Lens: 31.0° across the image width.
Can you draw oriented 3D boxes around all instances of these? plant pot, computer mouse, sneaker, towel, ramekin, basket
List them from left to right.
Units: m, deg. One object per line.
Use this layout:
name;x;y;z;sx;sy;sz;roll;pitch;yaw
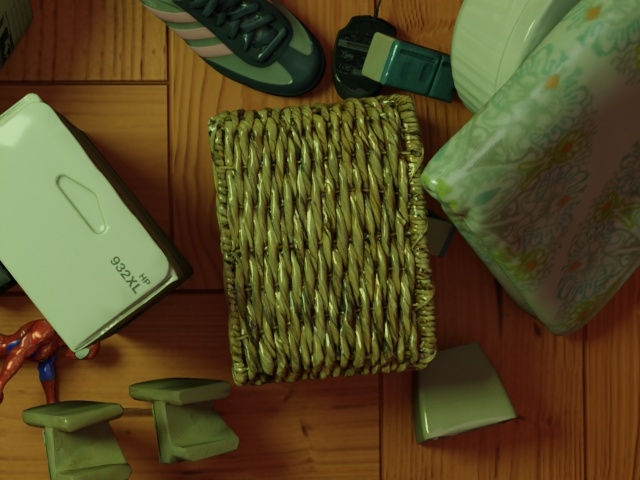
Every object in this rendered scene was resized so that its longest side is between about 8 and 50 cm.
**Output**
sneaker;-0.124;-0.267;1.306;0.319;0.131;0.112;33;90;-14
basket;0.000;0.000;1.281;0.223;0.213;0.299;-6;91;-3
computer mouse;0.067;-0.276;1.384;0.071;0.041;0.242;16;82;2
plant pot;0.157;0.176;1.348;0.109;0.109;0.096;-13;78;-3
ramekin;0.264;-0.221;1.289;0.273;0.273;0.127;-49;49;-3
towel;0.296;-0.085;1.255;0.320;0.374;0.090;-49;50;-3

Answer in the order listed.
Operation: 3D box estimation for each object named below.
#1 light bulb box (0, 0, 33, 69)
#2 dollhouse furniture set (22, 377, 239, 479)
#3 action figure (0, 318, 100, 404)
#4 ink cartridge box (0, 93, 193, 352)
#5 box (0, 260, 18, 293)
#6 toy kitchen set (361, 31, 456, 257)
light bulb box;-0.554;-0.214;1.220;0.358;0.225;0.361;28;76;-2
dollhouse furniture set;-0.297;0.361;1.265;0.394;0.256;0.362;-8;90;-36
action figure;-0.392;0.155;1.319;0.280;0.091;0.139;-3;83;-2
ink cartridge box;-0.256;-0.013;1.220;0.129;0.307;0.223;-38;91;-4
box;-0.384;0.034;1.323;0.052;0.083;0.062;-34;91;-3
toy kitchen set;0.121;-0.106;1.316;0.122;0.166;0.207;7;108;-41
